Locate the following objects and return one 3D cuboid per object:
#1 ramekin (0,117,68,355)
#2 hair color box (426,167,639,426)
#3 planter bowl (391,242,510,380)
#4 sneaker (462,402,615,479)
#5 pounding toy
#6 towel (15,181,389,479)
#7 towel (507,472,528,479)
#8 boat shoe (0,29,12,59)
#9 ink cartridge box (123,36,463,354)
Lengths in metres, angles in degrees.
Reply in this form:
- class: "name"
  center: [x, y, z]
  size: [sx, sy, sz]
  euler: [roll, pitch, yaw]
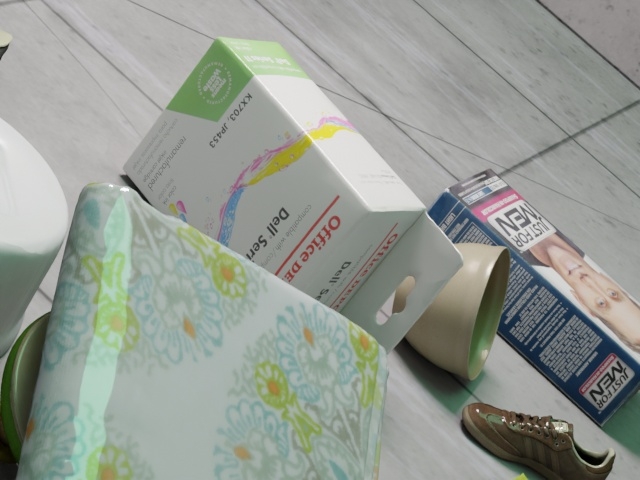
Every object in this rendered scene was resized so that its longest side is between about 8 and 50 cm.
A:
- class: "ramekin"
  center: [-0.364, -0.028, 1.792]
  size: [0.277, 0.135, 0.277]
  euler: [30, 25, -16]
- class: "hair color box"
  center: [0.288, 0.067, 2.545]
  size: [0.347, 0.105, 0.174]
  euler: [43, 25, 10]
- class: "planter bowl"
  center: [0.147, 0.073, 2.310]
  size: [0.109, 0.162, 0.162]
  euler: [15, 20, 14]
- class: "sneaker"
  center: [0.252, 0.223, 2.261]
  size: [0.188, 0.071, 0.066]
  euler: [30, 25, -17]
- class: "pounding toy"
  center: [-0.229, 0.178, 1.688]
  size: [0.183, 0.110, 0.237]
  euler: [34, 52, -35]
- class: "towel"
  center: [-0.091, 0.167, 1.698]
  size: [0.374, 0.090, 0.320]
  euler: [32, 49, -36]
- class: "towel"
  center: [0.239, 0.295, 2.193]
  size: [0.083, 0.009, 0.060]
  euler: [47, 27, 20]
- class: "boat shoe"
  center: [-0.381, -0.206, 2.196]
  size: [0.049, 0.042, 0.133]
  euler: [17, 24, 4]
- class: "ink cartridge box"
  center: [-0.033, -0.032, 2.156]
  size: [0.353, 0.207, 0.119]
  euler: [49, 25, 24]
